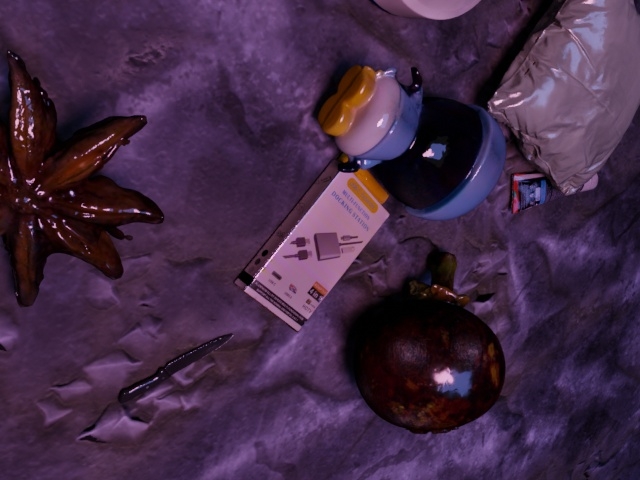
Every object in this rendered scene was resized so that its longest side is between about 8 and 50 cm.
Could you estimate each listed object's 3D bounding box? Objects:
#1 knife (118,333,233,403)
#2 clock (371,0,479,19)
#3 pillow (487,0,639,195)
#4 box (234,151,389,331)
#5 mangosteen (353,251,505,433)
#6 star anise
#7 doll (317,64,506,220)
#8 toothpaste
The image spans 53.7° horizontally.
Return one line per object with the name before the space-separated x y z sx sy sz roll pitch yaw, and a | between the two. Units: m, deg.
knife | -0.189 0.166 0.839 0.170 0.010 0.023 -28 129 -26
clock | 0.141 -0.396 0.786 0.230 0.083 0.230 -18 121 -33
pillow | 0.410 -0.259 1.004 0.283 0.138 0.310 29 95 -40
box | 0.000 0.000 0.888 0.247 0.033 0.129 -52 129 -6
mangosteen | 0.167 0.151 0.981 0.231 0.231 0.289 20 64 -40
star anise | -0.280 -0.062 0.623 0.272 0.102 0.272 -5 122 -8
doll | 0.141 -0.127 0.866 0.314 0.141 0.177 24 113 -35
toothpaste | 0.418 -0.101 1.145 0.194 0.045 0.071 -13 109 -24
